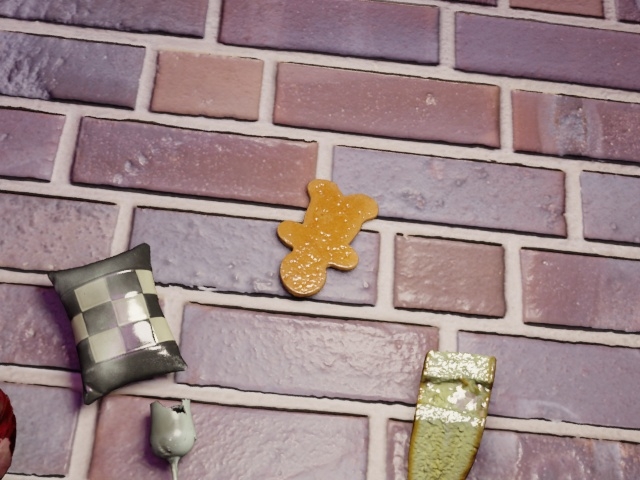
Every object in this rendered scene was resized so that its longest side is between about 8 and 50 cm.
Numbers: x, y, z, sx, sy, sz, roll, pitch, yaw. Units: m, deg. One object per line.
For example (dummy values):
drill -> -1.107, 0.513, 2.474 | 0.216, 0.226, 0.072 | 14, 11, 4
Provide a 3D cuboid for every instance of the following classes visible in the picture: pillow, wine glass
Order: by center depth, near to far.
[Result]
wine glass -> -0.241, 0.361, 1.484 | 0.079, 0.079, 0.196 | -6, 68, -8
pillow -> -0.352, 0.141, 1.556 | 0.186, 0.106, 0.250 | -17, 73, -12

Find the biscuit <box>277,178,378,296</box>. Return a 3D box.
biscuit -> 0.000, 0.000, 1.692 | 0.165, 0.036, 0.250 | 23, 62, 5

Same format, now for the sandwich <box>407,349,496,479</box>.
sandwich -> 0.219, 0.310, 1.529 | 0.122, 0.128, 0.236 | 10, 65, 8

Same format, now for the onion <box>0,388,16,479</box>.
onion -> -0.608, 0.317, 1.415 | 0.252, 0.219, 0.252 | -4, 96, -34
